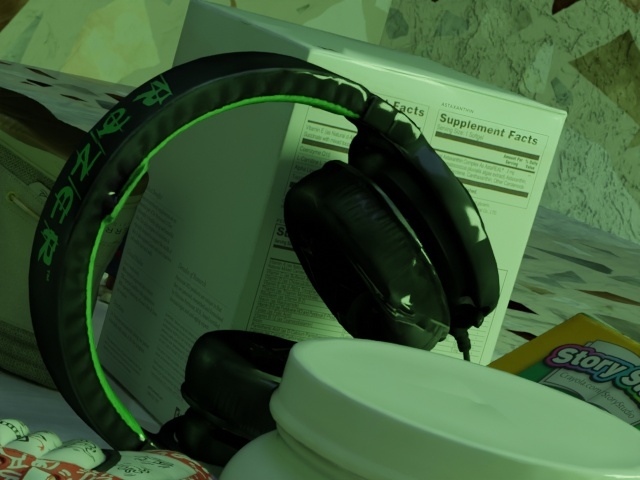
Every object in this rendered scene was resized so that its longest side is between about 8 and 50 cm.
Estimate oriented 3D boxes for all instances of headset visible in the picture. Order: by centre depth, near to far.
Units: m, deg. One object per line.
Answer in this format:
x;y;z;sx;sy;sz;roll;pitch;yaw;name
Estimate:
0.025;0.063;1.089;0.394;0.243;0.185;35;-2;-34;headset

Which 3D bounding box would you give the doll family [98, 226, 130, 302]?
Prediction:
-0.129;0.002;1.553;0.076;0.111;0.193;9;11;-40;doll family

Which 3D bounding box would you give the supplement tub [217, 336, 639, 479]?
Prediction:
0.022;0.144;0.605;0.144;0.200;0.144;16;8;-2;supplement tub

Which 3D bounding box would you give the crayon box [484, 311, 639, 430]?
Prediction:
0.124;0.138;0.749;0.165;0.081;0.278;-28;28;-19;crayon box

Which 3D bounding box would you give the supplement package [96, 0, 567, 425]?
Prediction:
0.000;0.000;1.287;0.198;0.263;0.199;11;10;-29;supplement package

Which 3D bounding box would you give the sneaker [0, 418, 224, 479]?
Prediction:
-0.088;0.143;0.801;0.145;0.090;0.270;13;5;-13;sneaker

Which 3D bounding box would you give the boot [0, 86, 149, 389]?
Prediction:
-0.216;-0.010;1.282;0.213;0.165;0.077;29;20;33;boot
